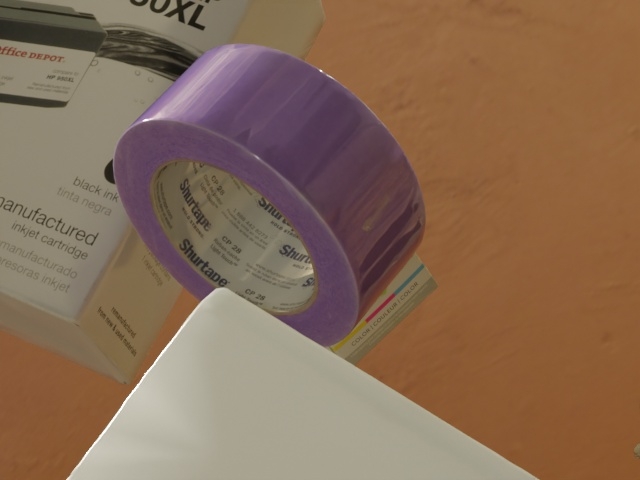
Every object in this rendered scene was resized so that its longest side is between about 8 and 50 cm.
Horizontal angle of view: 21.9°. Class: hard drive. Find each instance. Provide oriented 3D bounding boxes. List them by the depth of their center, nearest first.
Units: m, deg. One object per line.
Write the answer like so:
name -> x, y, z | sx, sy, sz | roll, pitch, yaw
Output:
hard drive -> 0.015, 0.165, 0.573 | 0.307, 0.040, 0.203 | 29, -102, 36

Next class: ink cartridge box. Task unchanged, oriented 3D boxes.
ink cartridge box -> 0.000, 0.000, 1.382 | 0.109, 0.062, 0.209 | -43, -53, -8
ink cartridge box -> -0.212, -0.120, 1.431 | 0.285, 0.166, 0.395 | 21, -108, 18

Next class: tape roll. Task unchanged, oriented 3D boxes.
tape roll -> -0.033, -0.026, 1.043 | 0.189, 0.189, 0.080 | 42, -121, -2

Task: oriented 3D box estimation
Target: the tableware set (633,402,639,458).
tableware set -> 0.313, 0.105, 1.176 | 0.039, 0.194, 0.128 | 43, -138, -42
